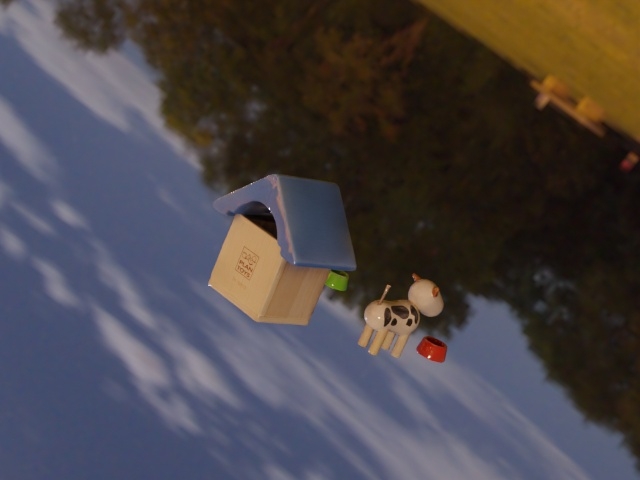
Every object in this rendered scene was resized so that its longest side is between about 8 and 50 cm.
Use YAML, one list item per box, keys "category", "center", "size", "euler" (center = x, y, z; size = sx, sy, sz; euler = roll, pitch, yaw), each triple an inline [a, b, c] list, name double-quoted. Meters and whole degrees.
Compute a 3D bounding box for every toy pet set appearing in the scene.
- category: "toy pet set"
  center: [0.000, 0.000, 0.712]
  size: [0.114, 0.065, 0.122]
  euler: [7, -160, -48]
